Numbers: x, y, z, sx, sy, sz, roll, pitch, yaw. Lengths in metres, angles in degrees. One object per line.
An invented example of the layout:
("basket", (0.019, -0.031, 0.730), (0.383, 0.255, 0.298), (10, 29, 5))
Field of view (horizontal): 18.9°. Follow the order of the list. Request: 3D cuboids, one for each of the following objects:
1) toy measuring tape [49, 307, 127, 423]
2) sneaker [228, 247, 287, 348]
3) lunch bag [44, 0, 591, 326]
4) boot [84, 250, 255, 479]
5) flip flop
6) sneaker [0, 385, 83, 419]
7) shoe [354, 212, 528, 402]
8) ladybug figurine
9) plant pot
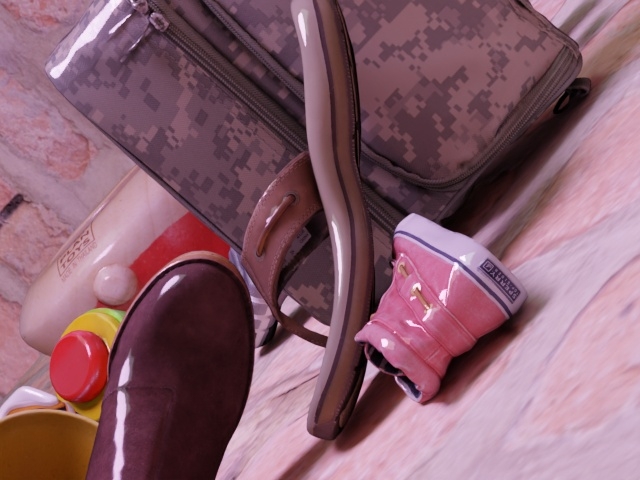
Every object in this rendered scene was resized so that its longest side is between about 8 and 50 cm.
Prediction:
("toy measuring tape", (-0.163, 0.079, 1.809), (0.330, 0.121, 0.121), (-49, 6, 24))
("sneaker", (0.000, 0.000, 1.546), (0.228, 0.132, 0.086), (99, 160, -46))
("lunch bag", (-0.001, -0.131, 1.318), (0.256, 0.305, 0.212), (-46, 5, 14))
("boot", (-0.093, 0.145, 1.093), (0.207, 0.090, 0.248), (-103, 31, -74))
("flip flop", (-0.010, -0.016, 1.151), (0.080, 0.277, 0.112), (-5, -11, 1))
("sneaker", (-0.269, 0.232, 1.656), (0.126, 0.127, 0.321), (-44, 10, 16))
("shoe", (0.053, 0.037, 1.068), (0.081, 0.063, 0.178), (-45, 10, -5))
("ladybug figurine", (-0.194, 0.024, 2.149), (0.305, 0.162, 0.449), (-46, 7, 11))
("plant pot", (-0.216, 0.214, 1.505), (0.134, 0.134, 0.095), (-56, -12, -50))
